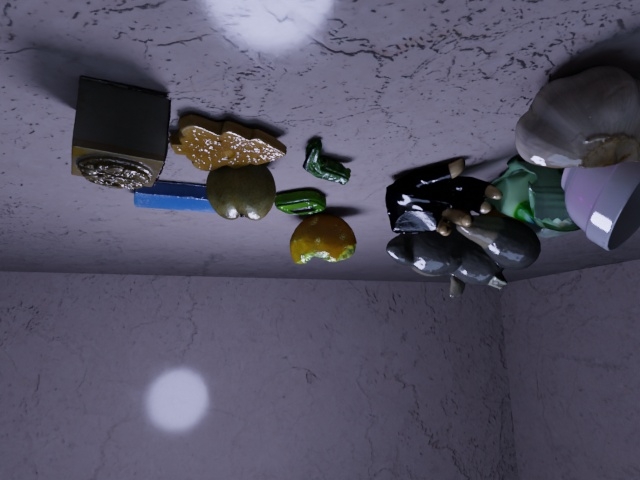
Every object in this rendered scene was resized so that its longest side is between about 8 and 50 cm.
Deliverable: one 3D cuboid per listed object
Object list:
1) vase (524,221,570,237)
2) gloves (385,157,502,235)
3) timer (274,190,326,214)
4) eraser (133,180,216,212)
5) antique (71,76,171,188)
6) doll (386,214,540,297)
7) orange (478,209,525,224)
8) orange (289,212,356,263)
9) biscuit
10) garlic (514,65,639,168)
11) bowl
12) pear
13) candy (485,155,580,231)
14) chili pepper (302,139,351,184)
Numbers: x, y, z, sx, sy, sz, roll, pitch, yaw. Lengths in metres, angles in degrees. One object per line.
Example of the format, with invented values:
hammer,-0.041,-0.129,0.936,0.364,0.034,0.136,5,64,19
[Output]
vase,0.751,-0.082,1.463,0.247,0.128,0.128,-9,170,-15
gloves,0.305,-0.107,1.220,0.300,0.197,0.152,9,-146,46
timer,-0.058,-0.109,1.406,0.140,0.047,0.128,-6,168,22
eraser,-0.354,-0.117,1.343,0.311,0.043,0.144,3,168,-20
antique,-0.348,-0.173,0.838,0.151,0.148,0.146,7,163,-25
doll,0.410,-0.015,1.431,0.382,0.253,0.379,20,144,-11
orange,0.583,-0.052,1.543,0.154,0.134,0.155,-6,163,-2
orange,-0.004,-0.005,1.595,0.237,0.159,0.179,-7,-155,47
biscuit,-0.188,-0.198,0.992,0.238,0.041,0.212,1,162,-6
garlic,0.434,-0.214,0.789,0.229,0.178,0.143,-21,133,7
bowl,0.583,-0.137,0.936,0.143,0.287,0.286,41,-164,36
pear,-0.187,-0.116,1.140,0.167,0.137,0.167,-3,-173,0
candy,0.559,-0.108,1.233,0.262,0.172,0.398,4,180,-5
chili pepper,0.006,-0.176,1.100,0.073,0.050,0.182,0,168,29
